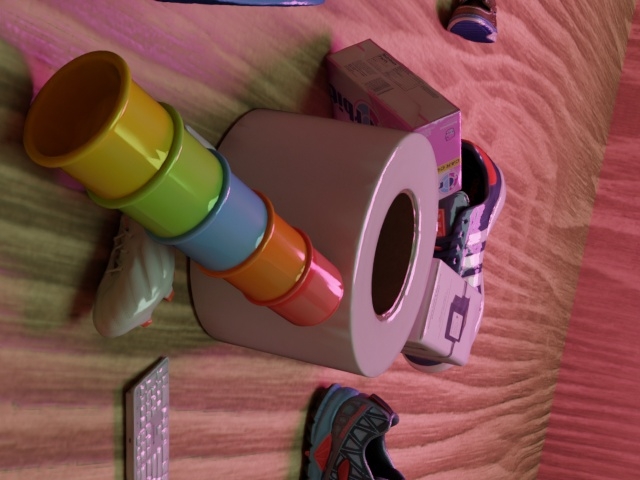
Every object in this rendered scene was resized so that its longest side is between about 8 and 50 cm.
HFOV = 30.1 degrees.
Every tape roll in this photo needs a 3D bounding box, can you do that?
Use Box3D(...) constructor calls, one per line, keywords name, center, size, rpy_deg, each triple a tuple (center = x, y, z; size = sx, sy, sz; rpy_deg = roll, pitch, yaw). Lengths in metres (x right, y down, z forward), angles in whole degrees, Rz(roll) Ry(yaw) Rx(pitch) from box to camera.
Box3D(name="tape roll", center=(0.000, 0.000, 1.182), size=(0.246, 0.169, 0.246), rpy_deg=(11, 90, -70))

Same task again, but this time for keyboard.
Box3D(name="keyboard", center=(-0.159, 0.237, 1.113), size=(0.072, 0.014, 0.256), rpy_deg=(-37, 135, -60))

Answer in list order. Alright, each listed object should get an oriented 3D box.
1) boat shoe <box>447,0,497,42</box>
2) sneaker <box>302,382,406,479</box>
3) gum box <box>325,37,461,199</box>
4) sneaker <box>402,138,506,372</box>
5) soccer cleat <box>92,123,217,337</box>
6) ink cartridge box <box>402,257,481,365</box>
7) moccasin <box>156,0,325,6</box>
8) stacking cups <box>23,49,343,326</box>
Box3D(name="boat shoe", center=(0.224, -0.333, 1.741), size=(0.183, 0.066, 0.066), rpy_deg=(-12, 107, -78))
Box3D(name="sneaker", center=(0.043, 0.319, 1.512), size=(0.104, 0.125, 0.261), rpy_deg=(-32, 130, -61))
Box3D(name="gum box", center=(0.077, -0.134, 1.311), size=(0.062, 0.188, 0.107), rpy_deg=(-24, 135, -19))
Box3D(name="sneaker", center=(0.173, 0.011, 1.711), size=(0.148, 0.131, 0.350), rpy_deg=(51, 48, -55))
Box3D(name="soccer cleat", center=(-0.142, -0.010, 0.975), size=(0.076, 0.068, 0.196), rpy_deg=(55, 48, -38))
Box3D(name="ink cartridge box", center=(0.080, 0.075, 1.417), size=(0.237, 0.172, 0.100), rpy_deg=(34, 69, -67))
Box3D(name="moccasin", center=(-0.080, -0.239, 0.908), size=(0.342, 0.138, 0.116), rpy_deg=(-21, 115, -67))
Box3D(name="stacking cups", center=(-0.093, -0.023, 0.931), size=(0.316, 0.096, 0.096), rpy_deg=(42, 60, -48))
